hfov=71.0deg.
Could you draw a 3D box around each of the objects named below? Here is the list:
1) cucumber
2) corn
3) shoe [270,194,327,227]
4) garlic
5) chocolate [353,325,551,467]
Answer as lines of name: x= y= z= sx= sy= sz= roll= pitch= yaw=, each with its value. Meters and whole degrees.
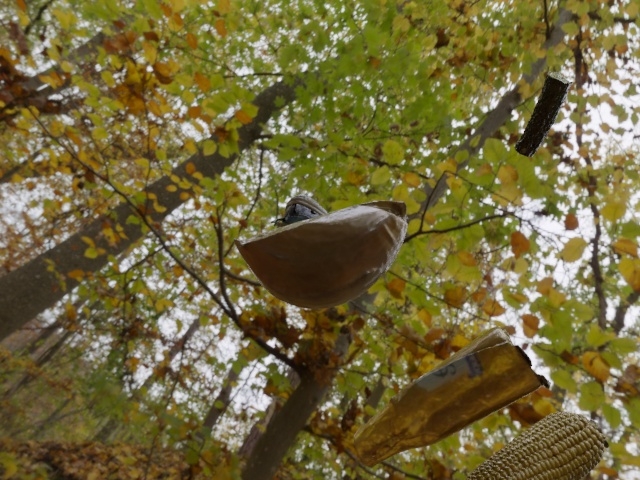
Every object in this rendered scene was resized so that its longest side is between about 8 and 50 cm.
cucumber: x=0.490 y=-0.272 z=0.992 sx=0.058 sy=0.058 sz=0.187 roll=19 pitch=-45 yaw=13
corn: x=0.478 y=0.507 z=1.008 sx=0.144 sy=0.386 sz=0.144 roll=72 pitch=-19 yaw=0
shoe: x=0.000 y=0.000 z=0.918 sx=0.207 sy=0.106 sz=0.091 roll=35 pitch=-39 yaw=-3
garlic: x=0.010 y=0.022 z=0.500 sx=0.195 sy=0.087 sz=0.102 roll=-14 pitch=-81 yaw=4
chocolate: x=0.270 y=0.370 z=1.004 sx=0.445 sy=0.162 sz=0.162 roll=-36 pitch=-69 yaw=9
